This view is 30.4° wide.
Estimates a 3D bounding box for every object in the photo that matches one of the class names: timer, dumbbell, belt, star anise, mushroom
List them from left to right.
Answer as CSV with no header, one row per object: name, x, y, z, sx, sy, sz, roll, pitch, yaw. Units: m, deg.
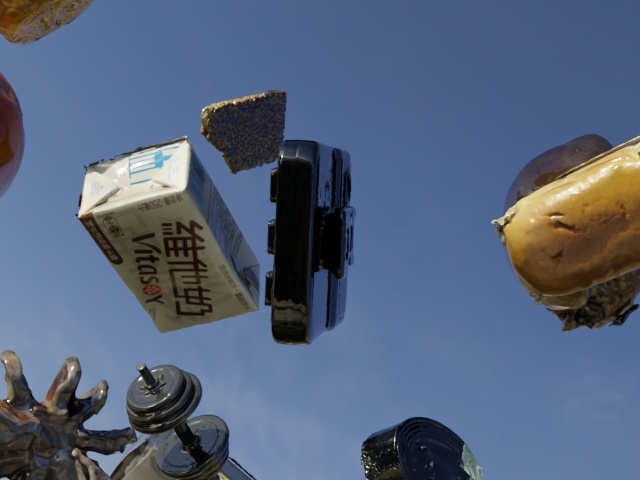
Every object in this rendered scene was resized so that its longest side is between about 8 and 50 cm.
star anise,-0.277,0.223,1.175,0.111,0.198,0.257,16,-51,66
dumbbell,-0.172,0.225,1.433,0.099,0.099,0.208,10,-42,43
timer,0.000,0.000,0.882,0.055,0.144,0.187,4,3,8
belt,0.147,0.327,1.624,0.078,0.151,0.198,-30,-44,34
mushroom,0.369,-0.003,1.739,0.263,0.195,0.283,5,70,-82

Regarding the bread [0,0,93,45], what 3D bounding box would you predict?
bread,-0.469,-0.424,1.962,0.120,0.236,0.198,55,-3,3

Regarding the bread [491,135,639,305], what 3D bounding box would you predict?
bread,0.347,-0.025,1.454,0.241,0.107,0.136,-27,-80,20

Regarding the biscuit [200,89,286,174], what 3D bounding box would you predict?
biscuit,-0.127,-0.180,2.001,0.026,0.237,0.131,13,-70,27

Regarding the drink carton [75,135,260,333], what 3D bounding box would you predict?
drink carton,-0.248,0.001,1.982,0.194,0.132,0.324,-14,-45,14

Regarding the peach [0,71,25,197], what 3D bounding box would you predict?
peach,-0.625,-0.171,1.833,0.302,0.342,0.343,-24,-63,39

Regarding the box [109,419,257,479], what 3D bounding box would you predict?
box,-0.193,0.447,1.946,0.333,0.145,0.173,42,10,-6
